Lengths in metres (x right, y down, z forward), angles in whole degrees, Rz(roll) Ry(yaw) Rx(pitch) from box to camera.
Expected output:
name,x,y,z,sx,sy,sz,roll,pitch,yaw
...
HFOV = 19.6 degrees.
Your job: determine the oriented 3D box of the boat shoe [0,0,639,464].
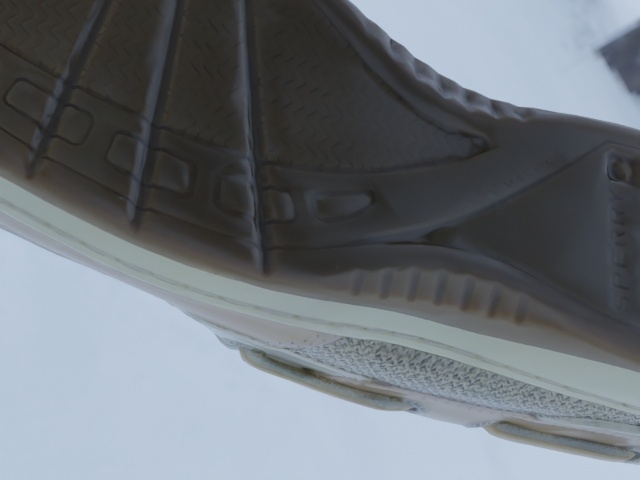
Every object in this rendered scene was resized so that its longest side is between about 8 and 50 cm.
name,x,y,z,sx,sy,sz,roll,pitch,yaw
boat shoe,0.000,0.000,0.591,0.341,0.110,0.121,21,54,-12
